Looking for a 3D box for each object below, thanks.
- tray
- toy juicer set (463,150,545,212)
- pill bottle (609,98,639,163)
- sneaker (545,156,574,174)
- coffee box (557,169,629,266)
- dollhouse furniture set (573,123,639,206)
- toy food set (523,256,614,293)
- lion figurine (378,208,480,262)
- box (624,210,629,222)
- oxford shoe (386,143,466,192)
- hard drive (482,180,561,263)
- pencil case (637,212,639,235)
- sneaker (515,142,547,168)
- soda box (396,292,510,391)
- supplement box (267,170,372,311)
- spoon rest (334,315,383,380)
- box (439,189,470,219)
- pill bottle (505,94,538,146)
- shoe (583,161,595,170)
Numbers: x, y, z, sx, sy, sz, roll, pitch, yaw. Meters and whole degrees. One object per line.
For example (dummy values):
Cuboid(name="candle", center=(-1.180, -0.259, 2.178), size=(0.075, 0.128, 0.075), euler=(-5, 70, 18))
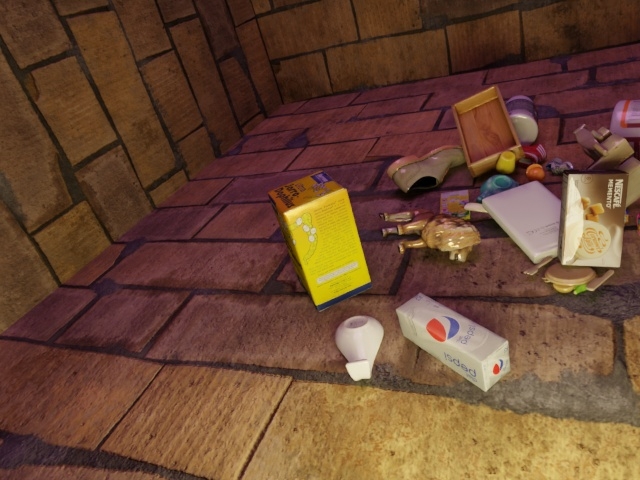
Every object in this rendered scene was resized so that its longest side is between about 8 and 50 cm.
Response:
Cuboid(name="tray", center=(0.673, -0.452, 1.979), size=(0.202, 0.076, 0.411), euler=(-21, 46, 25))
Cuboid(name="toy juicer set", center=(0.670, -0.164, 1.717), size=(0.209, 0.089, 0.329), euler=(27, 61, 25))
Cuboid(name="pill bottle", center=(1.191, -0.358, 1.597), size=(0.392, 0.224, 0.224), euler=(10, 39, 39))
Cuboid(name="sneaker", center=(0.883, -0.262, 1.792), size=(0.058, 0.052, 0.135), euler=(-27, 22, 3))
Cuboid(name="coffee box", center=(0.721, -0.062, 1.294), size=(0.141, 0.247, 0.098), euler=(3, 15, 18))
Cuboid(name="dollhouse furniture set", center=(0.820, -0.238, 1.508), size=(0.174, 0.303, 0.355), euler=(-43, 31, 20))
Cuboid(name="toy food set", center=(0.666, 0.099, 1.304), size=(0.132, 0.039, 0.192), euler=(-25, 24, -27))
Cuboid(name="lion figurine", center=(0.349, -0.048, 1.621), size=(0.240, 0.142, 0.392), euler=(-12, 25, -5))
Cuboid(name="box", center=(0.862, -0.066, 1.480), size=(0.136, 0.028, 0.081), euler=(-18, 29, -5))
Cuboid(name="oxford shoe", center=(0.469, -0.286, 2.008), size=(0.397, 0.140, 0.146), euler=(-20, 65, -18))
Cuboid(name="hard drive", center=(0.673, -0.067, 1.515), size=(0.203, 0.040, 0.307), euler=(-19, 39, -2))
Cuboid(name="pencil case", center=(0.997, -0.055, 1.313), size=(0.236, 0.104, 0.104), euler=(-6, 31, 19))
Cuboid(name="sneaker", center=(0.809, -0.355, 1.967), size=(0.128, 0.087, 0.221), euler=(-23, 41, -26))
Cuboid(name="soda box", center=(0.316, 0.237, 1.187), size=(0.091, 0.098, 0.286), euler=(-30, 32, -21))
Cuboid(name="supplement box", center=(0.000, 0.000, 1.499), size=(0.195, 0.357, 0.194), euler=(-23, 29, -10))
Cuboid(name="spoon rest", center=(0.101, 0.279, 1.273), size=(0.137, 0.084, 0.276), euler=(-12, 16, 8))
Cuboid(name="box", center=(0.489, -0.121, 1.763), size=(0.105, 0.043, 0.179), euler=(-6, 29, 20))
Cuboid(name="pill bottle", center=(0.865, -0.523, 2.122), size=(0.161, 0.161, 0.283), euler=(-2, 33, 26))
Cuboid(name="shoe", center=(0.940, -0.234, 1.690), size=(0.219, 0.058, 0.076), euler=(-33, 33, -26))
